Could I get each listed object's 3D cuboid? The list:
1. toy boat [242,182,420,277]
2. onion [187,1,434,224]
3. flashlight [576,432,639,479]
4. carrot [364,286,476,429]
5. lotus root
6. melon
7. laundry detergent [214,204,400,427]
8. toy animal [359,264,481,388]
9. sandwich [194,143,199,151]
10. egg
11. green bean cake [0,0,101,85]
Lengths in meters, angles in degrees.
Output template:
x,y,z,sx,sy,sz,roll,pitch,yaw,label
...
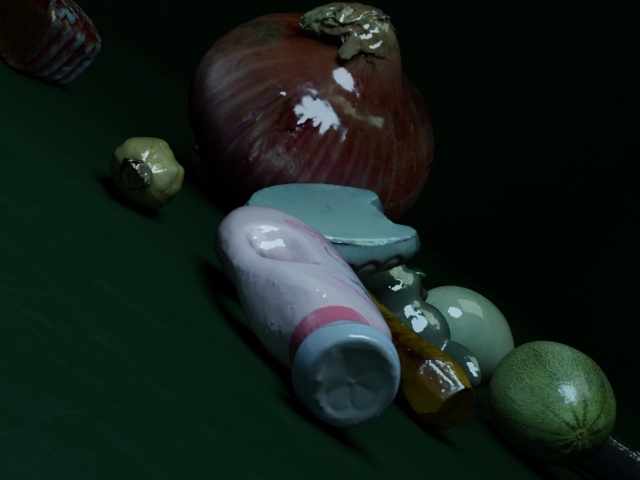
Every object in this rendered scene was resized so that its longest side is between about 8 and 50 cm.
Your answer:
x,y,z,sx,sy,sz,roll,pitch,yaw,label
0.000,0.000,1.392,0.208,0.078,0.134,-4,36,-35,toy boat
-0.013,-0.146,1.725,0.354,0.353,0.353,37,5,-4,onion
0.391,0.295,1.697,0.232,0.093,0.093,34,5,-1,flashlight
0.066,0.102,1.328,0.070,0.070,0.260,33,6,-38,carrot
-0.168,-0.065,1.270,0.073,0.062,0.150,60,6,-3,lotus root
0.263,0.185,1.509,0.139,0.139,0.192,35,5,-19,melon
-0.009,0.058,1.109,0.159,0.087,0.335,31,7,-17,laundry detergent
0.080,0.090,1.468,0.236,0.138,0.108,64,-26,24,toy animal
-0.154,-0.136,2.086,0.093,0.035,0.105,35,4,-8,sandwich
0.173,0.119,1.603,0.152,0.114,0.114,37,5,-25,egg
-0.377,-0.298,1.600,0.232,0.097,0.198,46,6,11,green bean cake
